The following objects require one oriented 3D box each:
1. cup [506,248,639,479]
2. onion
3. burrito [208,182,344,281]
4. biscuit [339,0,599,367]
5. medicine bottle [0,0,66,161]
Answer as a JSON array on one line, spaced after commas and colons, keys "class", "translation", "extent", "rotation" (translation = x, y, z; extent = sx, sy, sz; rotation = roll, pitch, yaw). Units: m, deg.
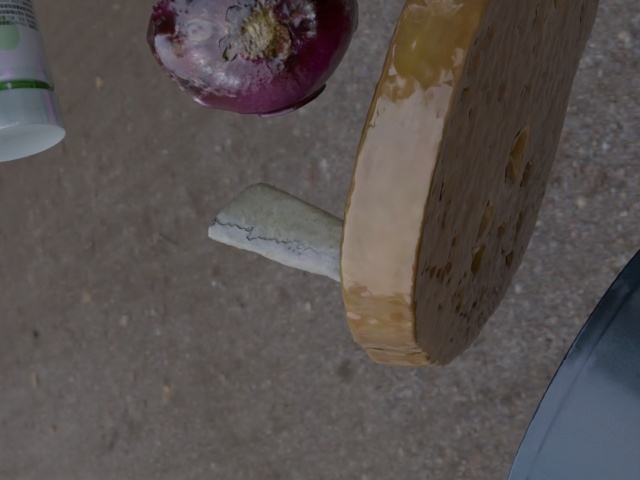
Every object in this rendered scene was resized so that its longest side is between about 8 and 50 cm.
[{"class": "cup", "translation": [0.316, 0.151, 0.647], "extent": [0.292, 0.308, 0.242], "rotation": [31, 117, 29]}, {"class": "onion", "translation": [-0.046, -0.179, 0.867], "extent": [0.198, 0.173, 0.135], "rotation": [-70, -43, -72]}, {"class": "burrito", "translation": [0.000, 0.000, 1.076], "extent": [0.226, 0.087, 0.060], "rotation": [20, 149, 18]}, {"class": "biscuit", "translation": [0.108, -0.092, 0.677], "extent": [0.062, 0.385, 0.365], "rotation": [18, 94, 20]}, {"class": "medicine bottle", "translation": [-0.257, -0.159, 0.778], "extent": [0.086, 0.086, 0.183], "rotation": [-26, 78, 54]}]
